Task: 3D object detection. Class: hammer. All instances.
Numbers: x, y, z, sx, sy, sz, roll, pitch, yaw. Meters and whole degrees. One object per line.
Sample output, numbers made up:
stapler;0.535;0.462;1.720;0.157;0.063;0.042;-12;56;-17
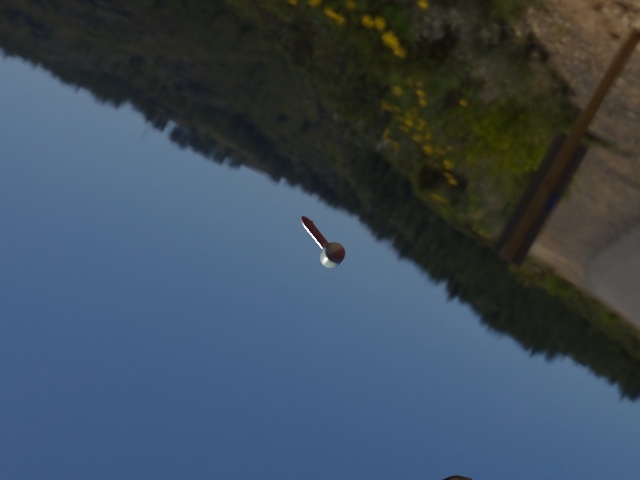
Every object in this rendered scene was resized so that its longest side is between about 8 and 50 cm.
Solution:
hammer;0.000;0.000;1.553;0.083;0.031;0.052;51;161;4

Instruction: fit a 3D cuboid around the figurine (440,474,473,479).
figurine;0.097;0.174;0.512;0.133;0.194;0.274;66;161;1
